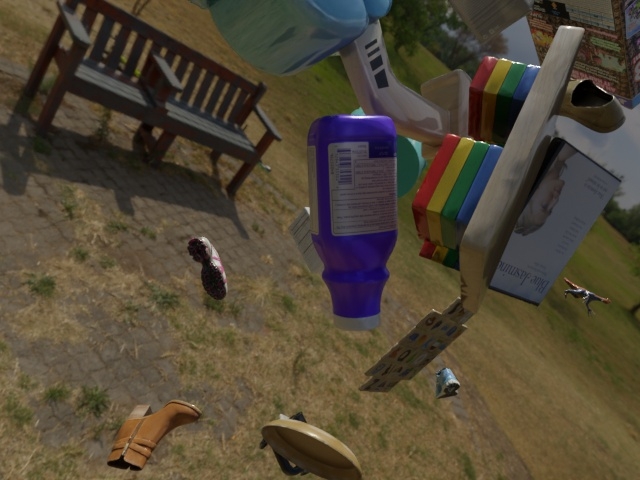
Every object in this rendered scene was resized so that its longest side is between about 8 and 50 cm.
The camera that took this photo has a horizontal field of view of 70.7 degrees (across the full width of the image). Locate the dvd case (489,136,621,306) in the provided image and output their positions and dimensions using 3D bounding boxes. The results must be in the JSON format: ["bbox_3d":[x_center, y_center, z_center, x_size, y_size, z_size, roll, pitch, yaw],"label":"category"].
[{"bbox_3d":[0.366,-0.018,0.734,0.180,0.253,0.022,19,16,-31],"label":"dvd case"}]

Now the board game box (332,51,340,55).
[{"bbox_3d":[0.059,-0.595,1.116,0.053,0.192,0.305,-10,9,-10],"label":"board game box"}]

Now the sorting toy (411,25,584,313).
[{"bbox_3d":[0.199,-0.069,0.543,0.089,0.257,0.255,22,-13,24],"label":"sorting toy"}]

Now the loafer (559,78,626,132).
[{"bbox_3d":[0.352,-0.202,0.628,0.148,0.056,0.050,43,-6,41],"label":"loafer"}]

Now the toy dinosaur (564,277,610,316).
[{"bbox_3d":[0.557,0.111,0.943,0.047,0.082,0.090,45,49,-50],"label":"toy dinosaur"}]

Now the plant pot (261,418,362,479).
[{"bbox_3d":[-0.017,0.450,0.973,0.236,0.236,0.032,37,50,-8],"label":"plant pot"}]

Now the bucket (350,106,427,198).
[{"bbox_3d":[0.180,-0.256,1.325,0.281,0.281,0.183,37,39,-8],"label":"bucket"}]

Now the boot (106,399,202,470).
[{"bbox_3d":[-0.386,0.460,1.058,0.152,0.197,0.072,-77,153,-57],"label":"boot"}]

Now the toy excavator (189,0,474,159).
[{"bbox_3d":[0.025,-0.295,0.611,0.433,0.222,0.445,-25,103,-36],"label":"toy excavator"}]

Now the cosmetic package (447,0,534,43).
[{"bbox_3d":[0.248,-0.468,0.751,0.238,0.107,0.127,42,53,-20],"label":"cosmetic package"}]

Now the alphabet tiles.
[{"bbox_3d":[0.256,0.279,1.163,0.285,0.342,0.011,28,19,-53],"label":"alphabet tiles"}]

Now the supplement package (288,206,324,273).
[{"bbox_3d":[0.000,0.000,1.366,0.105,0.105,0.179,1,50,-43],"label":"supplement package"}]

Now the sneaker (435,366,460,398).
[{"bbox_3d":[0.382,0.433,1.376,0.064,0.162,0.073,-8,55,-6],"label":"sneaker"}]

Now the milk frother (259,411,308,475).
[{"bbox_3d":[-0.079,0.551,1.198,0.129,0.143,0.134,-24,75,-31],"label":"milk frother"}]

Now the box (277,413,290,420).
[{"bbox_3d":[-0.100,0.609,1.411,0.102,0.087,0.101,26,-16,0],"label":"box"}]

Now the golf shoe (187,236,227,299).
[{"bbox_3d":[-0.299,0.074,1.258,0.186,0.068,0.086,68,15,2],"label":"golf shoe"}]

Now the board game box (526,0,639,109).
[{"bbox_3d":[0.517,-0.427,0.832,0.291,0.141,0.232,42,9,-43],"label":"board game box"}]

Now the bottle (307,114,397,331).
[{"bbox_3d":[0.046,-0.022,0.610,0.118,0.282,0.092,-7,10,-22],"label":"bottle"}]
